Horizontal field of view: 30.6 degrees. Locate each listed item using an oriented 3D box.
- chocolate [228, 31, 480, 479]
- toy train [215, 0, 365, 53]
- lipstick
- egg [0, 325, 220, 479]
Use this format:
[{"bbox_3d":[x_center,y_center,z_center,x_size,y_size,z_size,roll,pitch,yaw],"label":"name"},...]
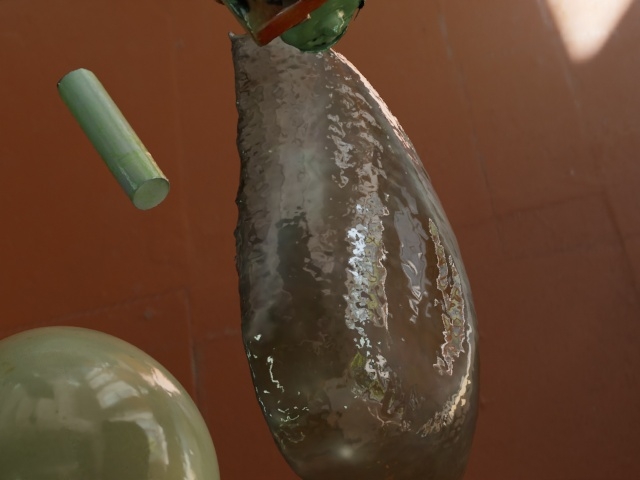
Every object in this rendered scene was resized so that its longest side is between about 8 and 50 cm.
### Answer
[{"bbox_3d":[0.027,0.009,0.584,0.083,0.161,0.261,-21,52,19],"label":"chocolate"},{"bbox_3d":[-0.041,-0.139,0.415,0.074,0.118,0.176,-37,72,-2],"label":"toy train"},{"bbox_3d":[-0.353,-0.178,1.975,0.076,0.076,0.304,-33,57,-9],"label":"lipstick"},{"bbox_3d":[-0.166,0.151,0.766,0.189,0.188,0.253,-31,30,-7],"label":"egg"}]
